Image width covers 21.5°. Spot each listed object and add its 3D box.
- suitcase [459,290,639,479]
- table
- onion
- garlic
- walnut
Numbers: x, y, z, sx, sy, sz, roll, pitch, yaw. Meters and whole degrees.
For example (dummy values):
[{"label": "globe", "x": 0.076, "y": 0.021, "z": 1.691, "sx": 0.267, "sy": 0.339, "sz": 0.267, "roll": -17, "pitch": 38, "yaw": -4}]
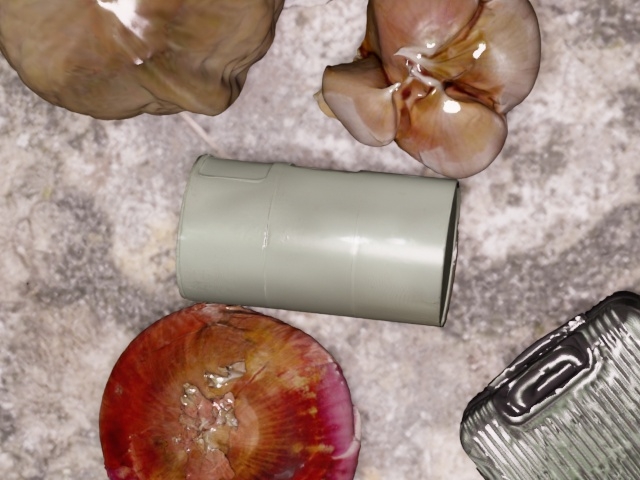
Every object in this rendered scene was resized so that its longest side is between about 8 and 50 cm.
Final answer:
[{"label": "suitcase", "x": 0.269, "y": 0.207, "z": 1.378, "sx": 0.202, "sy": 0.128, "sz": 0.312, "roll": -39, "pitch": 89, "yaw": 11}, {"label": "table", "x": 0.000, "y": 0.000, "z": 1.402, "sx": 0.220, "sy": 0.126, "sz": 0.126, "roll": 6, "pitch": 97, "yaw": 9}, {"label": "onion", "x": -0.079, "y": 0.165, "z": 1.416, "sx": 0.230, "sy": 0.163, "sz": 0.230, "roll": 0, "pitch": 89, "yaw": -1}, {"label": "garlic", "x": 0.103, "y": -0.160, "z": 1.357, "sx": 0.160, "sy": 0.191, "sz": 0.214, "roll": 29, "pitch": 89, "yaw": -19}, {"label": "walnut", "x": -0.147, "y": -0.210, "z": 1.355, "sx": 0.248, "sy": 0.248, "sz": 0.248, "roll": 1, "pitch": 96, "yaw": 10}]
